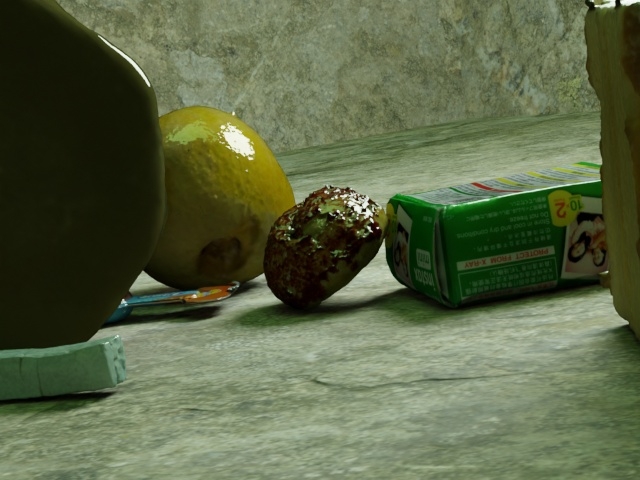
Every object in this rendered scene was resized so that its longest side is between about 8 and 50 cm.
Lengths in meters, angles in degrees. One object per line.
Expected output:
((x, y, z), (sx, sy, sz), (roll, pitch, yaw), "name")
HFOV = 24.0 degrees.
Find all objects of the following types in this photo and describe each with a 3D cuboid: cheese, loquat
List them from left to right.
((-0.210, 0.064, 1.558), (0.256, 0.037, 0.106), (-7, 9, 8), "cheese")
((-0.134, -0.046, 1.667), (0.213, 0.213, 0.213), (-7, 8, 1), "loquat")

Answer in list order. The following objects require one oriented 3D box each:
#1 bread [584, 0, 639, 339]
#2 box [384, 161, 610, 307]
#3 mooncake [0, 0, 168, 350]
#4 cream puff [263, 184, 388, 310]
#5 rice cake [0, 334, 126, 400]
((0.354, -0.066, 1.127), (0.279, 0.279, 0.207), (-4, 6, 3), "bread")
((0.200, -0.009, 1.475), (0.250, 0.103, 0.180), (-10, 8, -12), "box")
((-0.328, -0.059, 1.383), (0.378, 0.378, 0.201), (-9, 4, -12), "mooncake")
((0.000, 0.000, 1.493), (0.149, 0.084, 0.149), (-42, 13, 12), "cream puff")
((-0.279, 0.111, 1.244), (0.245, 0.045, 0.042), (-5, 11, 13), "rice cake")
